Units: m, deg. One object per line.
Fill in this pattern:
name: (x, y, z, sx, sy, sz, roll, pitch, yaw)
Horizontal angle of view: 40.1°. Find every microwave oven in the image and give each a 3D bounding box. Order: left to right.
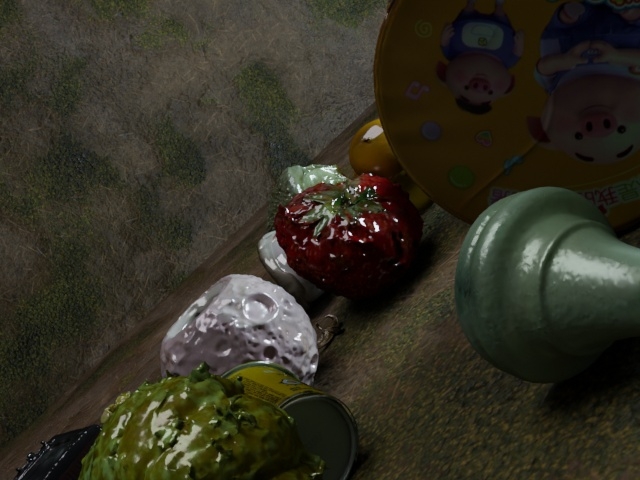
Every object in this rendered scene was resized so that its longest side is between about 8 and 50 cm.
microwave oven: (-0.443, 0.448, 1.586, 0.247, 0.188, 0.178, -27, 18, 52)

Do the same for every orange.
orange: (-0.118, 0.282, 0.910, 0.300, 0.301, 0.223, -39, -17, 34)

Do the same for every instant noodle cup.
instant noodle cup: (-0.048, 0.249, 1.097, 0.182, 0.182, 0.144, -47, 22, -23)

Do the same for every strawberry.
strawberry: (0.056, 0.004, 1.566, 0.274, 0.221, 0.274, -5, 34, 4)

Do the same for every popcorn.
popcorn: (-0.436, 0.396, 1.988, 0.097, 0.109, 0.089, 23, 89, 40)

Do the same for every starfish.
starfish: (0.009, 0.163, 1.553, 0.078, 0.028, 0.091, -40, 13, 39)

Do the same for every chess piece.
chess piece: (0.277, 0.047, 0.774, 0.194, 0.195, 0.299, -46, 21, -20)

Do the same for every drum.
drum: (0.286, -0.223, 1.094, 0.431, 0.431, 0.214, -33, 13, 36)

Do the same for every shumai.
shumai: (-0.017, -0.055, 2.217, 0.225, 0.221, 0.261, -118, 42, -52)

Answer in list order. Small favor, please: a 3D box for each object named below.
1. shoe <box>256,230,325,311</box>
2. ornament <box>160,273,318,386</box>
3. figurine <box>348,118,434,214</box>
shoe: (-0.002, -0.002, 1.840, 0.198, 0.172, 0.351, -34, 15, 19)
ornament: (-0.123, 0.187, 1.399, 0.259, 0.225, 0.259, -40, 12, 11)
figurine: (0.155, -0.146, 1.719, 0.215, 0.215, 0.228, -38, -2, 17)
